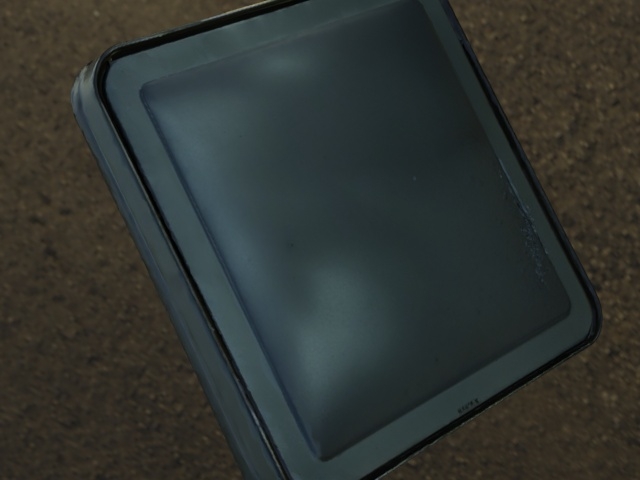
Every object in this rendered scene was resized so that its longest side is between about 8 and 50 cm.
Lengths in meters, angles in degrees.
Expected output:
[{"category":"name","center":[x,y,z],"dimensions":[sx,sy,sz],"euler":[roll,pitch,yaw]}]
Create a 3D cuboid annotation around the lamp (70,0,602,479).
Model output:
[{"category":"lamp","center":[0.021,-0.014,0.766],"dimensions":[0.047,0.269,0.267],"euler":[-26,88,52]}]
